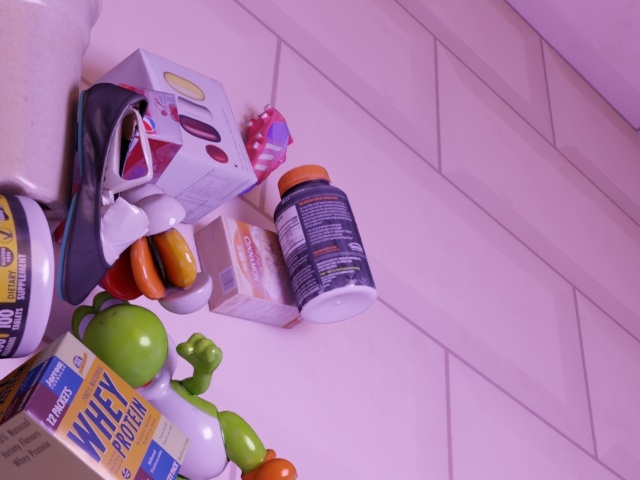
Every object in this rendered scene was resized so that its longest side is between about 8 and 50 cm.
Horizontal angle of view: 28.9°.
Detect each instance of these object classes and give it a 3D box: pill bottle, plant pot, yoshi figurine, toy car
[{"bbox_3d":[-0.474,0.036,1.337,0.334,0.188,0.188,2,59,-29],"label":"pill bottle"},{"bbox_3d":[0.000,0.000,2.000,0.130,0.130,0.245,16,50,-47],"label":"pill bottle"},{"bbox_3d":[-0.430,-0.164,1.549,0.334,0.334,0.305,13,63,-49],"label":"plant pot"},{"bbox_3d":[-0.200,0.218,1.610,0.362,0.203,0.203,51,41,3],"label":"yoshi figurine"},{"bbox_3d":[-0.231,0.022,1.606,0.182,0.136,0.159,31,-37,64],"label":"toy car"}]

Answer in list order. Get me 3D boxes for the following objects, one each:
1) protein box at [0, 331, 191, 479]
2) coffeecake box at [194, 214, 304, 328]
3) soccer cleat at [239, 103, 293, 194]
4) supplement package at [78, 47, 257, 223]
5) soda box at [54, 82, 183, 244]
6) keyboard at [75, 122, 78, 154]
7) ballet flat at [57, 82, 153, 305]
[{"bbox_3d":[-0.300,0.251,1.429,0.201,0.200,0.136,45,33,-18],"label":"protein box"},{"bbox_3d":[-0.103,0.054,2.002,0.185,0.068,0.142,17,48,-47],"label":"coffeecake box"},{"bbox_3d":[-0.100,-0.146,2.178,0.095,0.083,0.248,48,30,-23],"label":"soccer cleat"},{"bbox_3d":[-0.236,-0.155,1.903,0.203,0.149,0.194,15,48,-56],"label":"supplement package"},{"bbox_3d":[-0.282,-0.095,1.689,0.083,0.263,0.092,9,52,-32],"label":"soda box"},{"bbox_3d":[-0.332,-0.092,1.862,0.180,0.023,0.108,53,25,-5],"label":"keyboard"},{"bbox_3d":[-0.255,-0.059,1.501,0.095,0.096,0.280,56,37,-77],"label":"ballet flat"}]
